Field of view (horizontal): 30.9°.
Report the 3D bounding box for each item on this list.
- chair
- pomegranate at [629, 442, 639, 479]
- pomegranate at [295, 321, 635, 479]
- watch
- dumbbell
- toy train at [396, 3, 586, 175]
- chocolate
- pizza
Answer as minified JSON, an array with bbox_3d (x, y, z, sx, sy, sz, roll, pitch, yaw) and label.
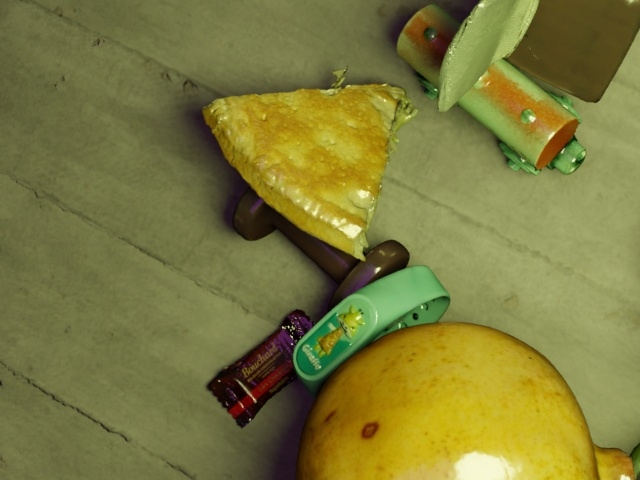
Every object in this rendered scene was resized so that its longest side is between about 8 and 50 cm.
[{"bbox_3d":[0.272,-0.252,1.357,0.186,0.319,0.160,27,131,4],"label":"chair"},{"bbox_3d":[0.481,0.260,1.341,0.242,0.242,0.306,16,73,17],"label":"pomegranate"},{"bbox_3d":[0.166,0.300,1.332,0.416,0.416,0.417,-2,85,16],"label":"pomegranate"},{"bbox_3d":[0.058,0.123,1.485,0.237,0.195,0.068,-45,68,20],"label":"watch"},{"bbox_3d":[0.000,0.000,1.547,0.225,0.124,0.140,41,97,16],"label":"dumbbell"},{"bbox_3d":[0.217,-0.192,1.473,0.285,0.177,0.116,44,99,17],"label":"toy train"},{"bbox_3d":[-0.069,0.176,1.603,0.182,0.028,0.086,-43,83,10],"label":"chocolate"},{"bbox_3d":[0.028,-0.118,1.514,0.287,0.075,0.280,-31,72,-34],"label":"pizza"}]
